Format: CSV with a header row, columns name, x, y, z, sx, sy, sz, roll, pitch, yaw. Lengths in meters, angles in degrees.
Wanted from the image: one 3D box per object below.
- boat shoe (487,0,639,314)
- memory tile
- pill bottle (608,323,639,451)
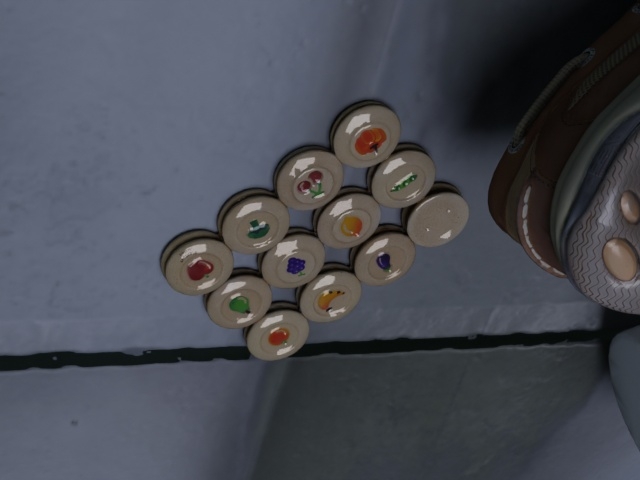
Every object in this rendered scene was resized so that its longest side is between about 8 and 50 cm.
name,x,y,z,sx,sy,sz,roll,pitch,yaw
boat shoe,0.206,-0.101,0.597,0.324,0.116,0.123,-38,118,-16
memory tile,0.000,0.000,0.652,0.148,0.012,0.113,-37,132,7
pill bottle,0.304,0.065,0.756,0.229,0.131,0.131,-20,132,-8
